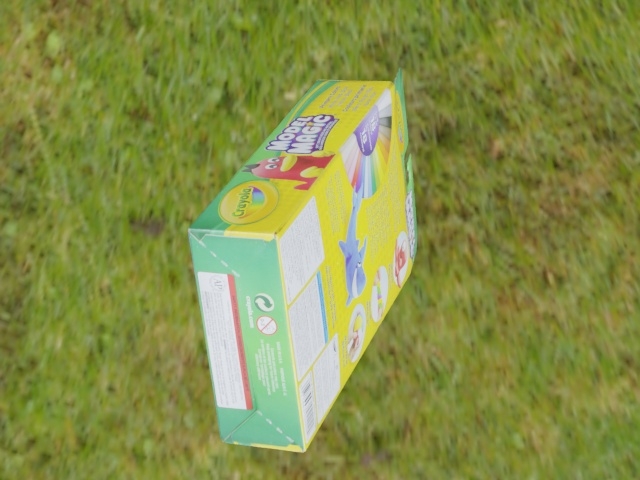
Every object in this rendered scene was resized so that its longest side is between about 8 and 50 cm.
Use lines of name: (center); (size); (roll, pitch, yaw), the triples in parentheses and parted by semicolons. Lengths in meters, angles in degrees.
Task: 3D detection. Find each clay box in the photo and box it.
clay box: (0.000, 0.000, 0.869); (0.053, 0.222, 0.127); (3, 118, 19)
